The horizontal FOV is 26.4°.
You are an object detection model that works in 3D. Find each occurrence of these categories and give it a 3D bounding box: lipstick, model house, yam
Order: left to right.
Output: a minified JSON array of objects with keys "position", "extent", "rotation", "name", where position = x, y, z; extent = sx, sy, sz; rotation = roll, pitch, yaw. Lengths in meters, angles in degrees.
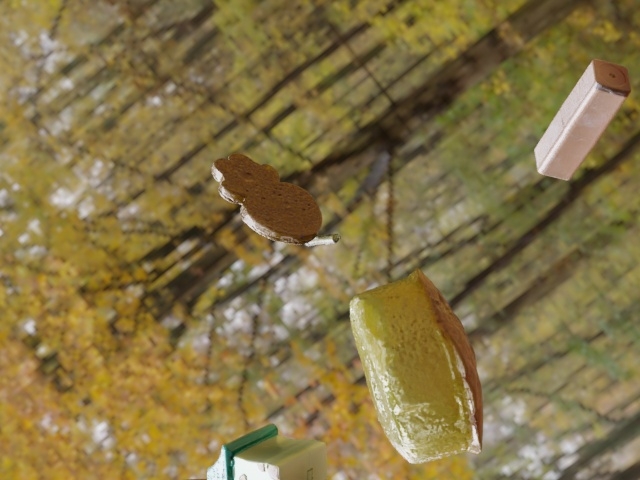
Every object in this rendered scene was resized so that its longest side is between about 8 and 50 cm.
[{"position":[-0.074,0.307,1.729],"extent":[0.100,0.149,0.127],"rotation":[-17,-69,-47],"name":"model house"},{"position":[0.000,0.000,1.844],"extent":[0.014,0.014,0.107],"rotation":[49,161,-14],"name":"yam"},{"position":[0.285,-0.130,1.490],"extent":[0.045,0.145,0.045],"rotation":[11,-132,-14],"name":"lipstick"}]

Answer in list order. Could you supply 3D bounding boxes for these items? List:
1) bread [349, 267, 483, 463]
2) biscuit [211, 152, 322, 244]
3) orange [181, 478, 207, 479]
[{"position":[0.139,0.178,1.888],"extent":[0.270,0.148,0.269],"rotation":[163,90,-86],"name":"bread"},{"position":[-0.073,-0.055,1.860],"extent":[0.175,0.026,0.124],"rotation":[42,-142,21],"name":"biscuit"},{"position":[-0.172,0.468,1.933],"extent":[0.274,0.274,0.274],"rotation":[48,-166,-16],"name":"orange"}]
